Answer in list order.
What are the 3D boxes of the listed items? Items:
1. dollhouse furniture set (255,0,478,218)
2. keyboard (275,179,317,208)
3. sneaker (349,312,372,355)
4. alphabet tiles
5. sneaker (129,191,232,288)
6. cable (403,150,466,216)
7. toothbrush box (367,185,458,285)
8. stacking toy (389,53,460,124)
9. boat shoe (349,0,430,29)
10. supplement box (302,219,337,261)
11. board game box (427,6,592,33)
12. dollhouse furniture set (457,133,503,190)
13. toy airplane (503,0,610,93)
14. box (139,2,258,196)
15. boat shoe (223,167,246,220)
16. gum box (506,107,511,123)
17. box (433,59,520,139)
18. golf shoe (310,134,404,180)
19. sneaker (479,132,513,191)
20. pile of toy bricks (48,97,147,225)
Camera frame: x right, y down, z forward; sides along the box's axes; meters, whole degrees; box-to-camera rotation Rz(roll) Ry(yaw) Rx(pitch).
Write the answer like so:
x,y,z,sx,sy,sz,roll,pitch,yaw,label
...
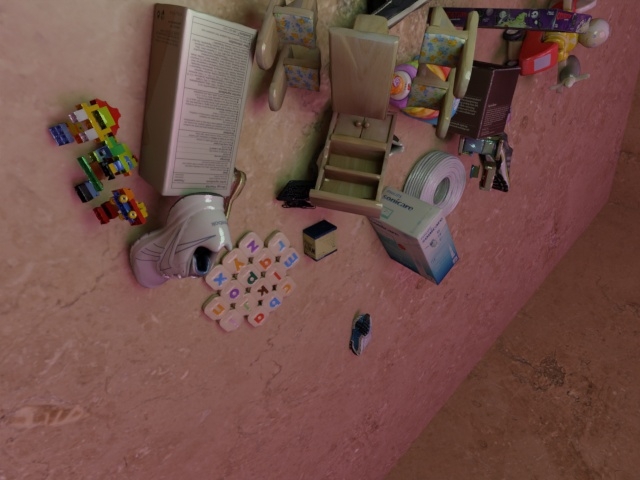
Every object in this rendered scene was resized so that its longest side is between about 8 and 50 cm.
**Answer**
x,y,z,sx,sy,sz,roll,pitch,yaw,label
0.074,-0.245,0.885,0.394,0.361,0.257,80,22,-72,dollhouse furniture set
-0.024,-0.112,1.119,0.192,0.038,0.100,-5,149,-43,keyboard
0.162,0.336,1.607,0.083,0.071,0.191,-25,139,-41,sneaker
-0.177,0.109,1.148,0.284,0.021,0.278,-47,138,-13,alphabet tiles
-0.279,0.029,0.844,0.111,0.129,0.297,-3,152,-48,sneaker
0.393,-0.176,1.488,0.257,0.089,0.257,-51,140,-8,cable
0.302,-0.013,1.402,0.126,0.216,0.295,-48,140,-11,toothbrush box
0.224,-0.394,1.102,0.301,0.165,0.175,-14,124,-46,stacking toy
0.170,-0.568,1.004,0.340,0.127,0.113,-38,107,-11,boat shoe
0.000,0.000,1.229,0.083,0.056,0.083,-27,131,-31,supplement box
0.481,-0.574,1.125,0.208,0.346,0.056,-14,121,-40,board game box
0.516,-0.260,1.430,0.129,0.129,0.184,-54,150,-59,dollhouse furniture set
0.829,-0.711,1.447,0.386,0.272,0.385,-2,115,-44,toy airplane
-0.229,-0.244,0.793,0.148,0.121,0.311,-4,117,-45,box
-0.229,-0.083,0.947,0.060,0.064,0.178,28,87,-45,boat shoe
0.609,-0.439,1.558,0.188,0.062,0.107,-41,137,-20,gum box
0.483,-0.441,1.349,0.167,0.168,0.203,-20,128,-36,box
0.097,-0.228,1.137,0.272,0.120,0.105,-33,136,-25,golf shoe
0.724,-0.307,1.729,0.121,0.111,0.300,-51,142,-14,sneaker
-0.365,-0.135,0.760,0.105,0.118,0.212,-53,132,-51,pile of toy bricks
